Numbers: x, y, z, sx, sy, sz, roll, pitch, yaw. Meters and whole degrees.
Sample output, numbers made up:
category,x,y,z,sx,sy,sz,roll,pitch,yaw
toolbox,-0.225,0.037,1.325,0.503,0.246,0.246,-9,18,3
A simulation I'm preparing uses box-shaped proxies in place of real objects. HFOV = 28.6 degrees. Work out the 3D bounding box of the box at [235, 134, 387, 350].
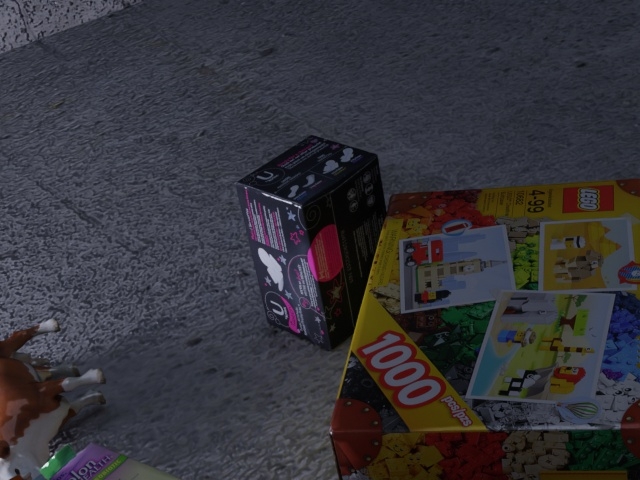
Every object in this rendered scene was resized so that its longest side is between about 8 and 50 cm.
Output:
category,x,y,z,sx,sy,sz,roll,pitch,yaw
box,0.000,0.000,1.800,0.142,0.247,0.163,21,44,40

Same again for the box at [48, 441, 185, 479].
category,x,y,z,sx,sy,sz,roll,pitch,yaw
box,-0.227,0.362,1.382,0.243,0.117,0.213,14,40,34

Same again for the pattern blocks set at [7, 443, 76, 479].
category,x,y,z,sx,sy,sz,roll,pitch,yaw
pattern blocks set,-0.412,0.344,1.429,0.325,0.026,0.285,-36,-5,-38

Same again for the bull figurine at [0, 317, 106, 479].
category,x,y,z,sx,sy,sz,roll,pitch,yaw
bull figurine,-0.404,0.219,1.732,0.188,0.101,0.310,-22,35,-23

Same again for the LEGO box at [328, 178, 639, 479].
category,x,y,z,sx,sy,sz,roll,pitch,yaw
LEGO box,0.245,0.138,1.550,0.372,0.193,0.500,-4,32,14
